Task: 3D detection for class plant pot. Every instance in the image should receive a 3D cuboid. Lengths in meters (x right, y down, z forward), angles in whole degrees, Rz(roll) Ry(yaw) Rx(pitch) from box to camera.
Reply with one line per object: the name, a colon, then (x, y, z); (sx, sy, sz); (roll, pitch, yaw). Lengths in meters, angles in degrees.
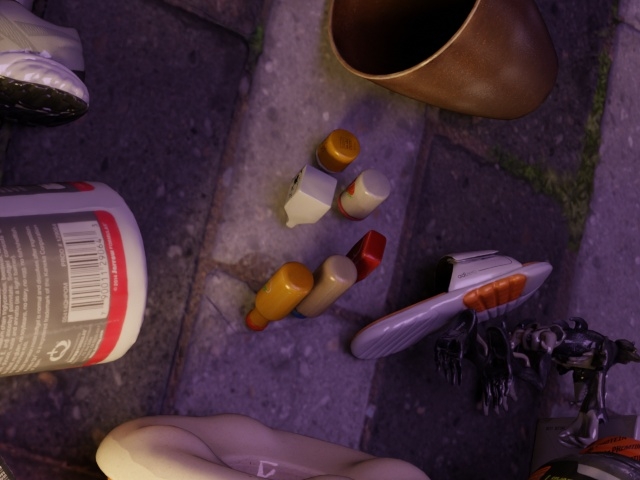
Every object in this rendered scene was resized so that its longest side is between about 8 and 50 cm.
plant pot: (0.162, -0.231, 1.909); (0.230, 0.215, 0.215); (30, 67, -45)

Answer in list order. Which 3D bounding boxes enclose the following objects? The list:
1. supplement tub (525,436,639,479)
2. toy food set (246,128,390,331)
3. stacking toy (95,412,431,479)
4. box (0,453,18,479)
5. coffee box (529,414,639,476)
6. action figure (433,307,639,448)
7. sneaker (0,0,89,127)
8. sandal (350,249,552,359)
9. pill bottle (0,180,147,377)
supplement tub: (0.243, 0.356, 1.721); (0.338, 0.207, 0.207); (-37, 105, -38)
toy food set: (0.000, 0.000, 1.830); (0.111, 0.104, 0.232); (26, 51, -16)
stacking toy: (-0.080, 0.424, 1.607); (0.350, 0.350, 0.480); (11, 93, -34)
box: (-0.354, 0.335, 1.509); (0.261, 0.103, 0.184); (-41, 106, -33)
coffee box: (0.413, 0.301, 2.017); (0.297, 0.168, 0.119); (21, 72, -31)
action figure: (0.249, 0.152, 1.920); (0.275, 0.164, 0.141); (9, 94, -45)
sneaker: (-0.343, -0.192, 1.603); (0.271, 0.100, 0.108); (18, 59, -36)
sandal: (0.141, 0.054, 1.902); (0.265, 0.102, 0.076); (-17, 67, -25)
pill bottle: (-0.331, 0.040, 1.519); (0.318, 0.176, 0.176); (-5, 87, -36)
